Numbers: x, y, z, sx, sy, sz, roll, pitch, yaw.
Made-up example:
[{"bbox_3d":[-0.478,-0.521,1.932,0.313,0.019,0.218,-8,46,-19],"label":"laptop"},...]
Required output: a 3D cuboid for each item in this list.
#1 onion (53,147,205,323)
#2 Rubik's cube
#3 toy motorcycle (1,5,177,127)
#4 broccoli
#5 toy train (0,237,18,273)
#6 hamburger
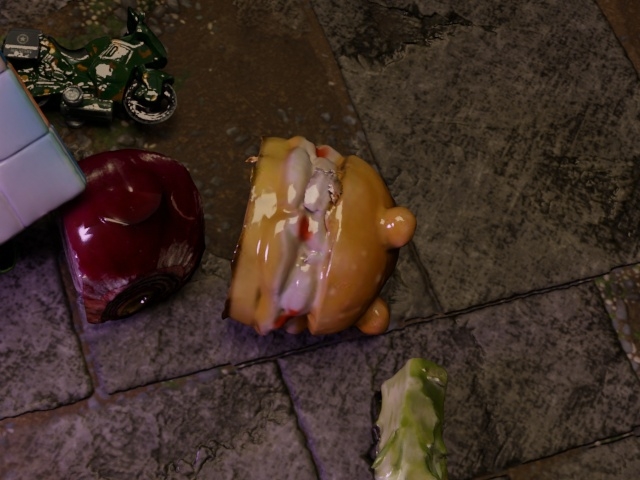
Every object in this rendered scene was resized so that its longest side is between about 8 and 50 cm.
[{"bbox_3d":[-0.253,-0.029,1.745,0.207,0.206,0.216,-19,64,-20],"label":"onion"},{"bbox_3d":[-0.516,-0.139,1.627,0.291,0.290,0.292,-34,33,-11],"label":"Rubik's cube"},{"bbox_3d":[-0.347,-0.266,1.928,0.275,0.125,0.187,5,67,-7],"label":"toy motorcycle"},{"bbox_3d":[0.140,0.318,1.629,0.252,0.221,0.361,23,42,10],"label":"broccoli"},{"bbox_3d":[-0.458,-0.036,1.810,0.044,0.042,0.209,-18,63,-3],"label":"toy train"},{"bbox_3d":[0.000,0.000,1.746,0.237,0.276,0.276,12,57,0],"label":"hamburger"}]
